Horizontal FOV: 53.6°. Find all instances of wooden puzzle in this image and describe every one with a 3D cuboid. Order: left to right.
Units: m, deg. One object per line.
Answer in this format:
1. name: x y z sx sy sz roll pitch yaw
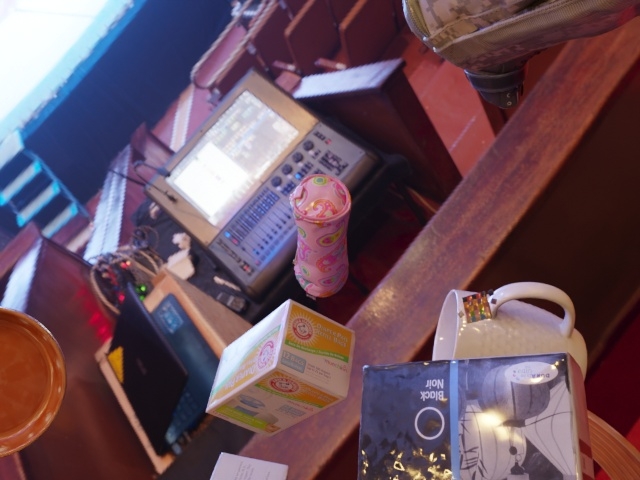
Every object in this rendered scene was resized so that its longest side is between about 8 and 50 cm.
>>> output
1. wooden puzzle: 0.284 0.121 1.146 0.083 0.006 0.049 -22 69 40

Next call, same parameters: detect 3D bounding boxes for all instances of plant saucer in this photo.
1. plant saucer: -0.182 0.077 0.347 0.083 0.083 0.013 -52 12 -7

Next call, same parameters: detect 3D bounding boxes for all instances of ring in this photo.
1. ring: 0.287 0.290 0.818 0.336 0.337 0.032 20 47 39

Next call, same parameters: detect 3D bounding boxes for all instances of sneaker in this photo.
1. sneaker: 0.315 -0.281 0.938 0.226 0.163 0.086 2 54 34

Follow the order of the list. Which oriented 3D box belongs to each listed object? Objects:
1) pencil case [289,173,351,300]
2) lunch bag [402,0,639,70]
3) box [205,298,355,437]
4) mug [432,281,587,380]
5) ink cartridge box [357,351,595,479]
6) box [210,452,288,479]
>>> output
1. pencil case: 0.000 0.000 1.265 0.124 0.284 0.124 0 55 0
2. lunch bag: 0.198 -0.248 0.398 0.305 0.212 0.256 8 75 64
3. box: -0.057 0.183 0.879 0.203 0.114 0.103 -39 30 44
4. mug: 0.475 0.247 1.549 0.328 0.374 0.276 10 39 1
5. ink cartridge box: 0.105 0.248 0.429 0.165 0.065 0.333 -11 63 28
6. box: -0.129 0.475 1.012 0.119 0.181 0.182 9 29 6
